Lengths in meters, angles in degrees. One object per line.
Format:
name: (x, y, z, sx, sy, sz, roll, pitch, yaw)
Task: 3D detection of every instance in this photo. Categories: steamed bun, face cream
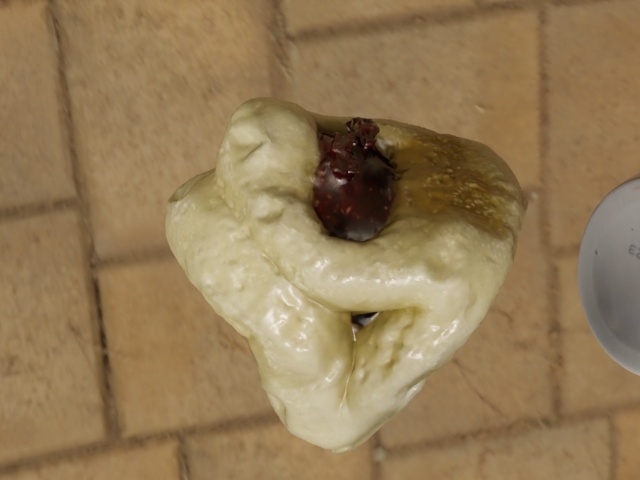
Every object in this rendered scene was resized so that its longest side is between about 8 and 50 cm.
steamed bun: (0.000, 0.000, 0.849, 0.155, 0.141, 0.172, 34, 123, -14)
face cream: (0.185, 0.014, 0.741, 0.104, 0.117, 0.117, -3, 112, -35)
